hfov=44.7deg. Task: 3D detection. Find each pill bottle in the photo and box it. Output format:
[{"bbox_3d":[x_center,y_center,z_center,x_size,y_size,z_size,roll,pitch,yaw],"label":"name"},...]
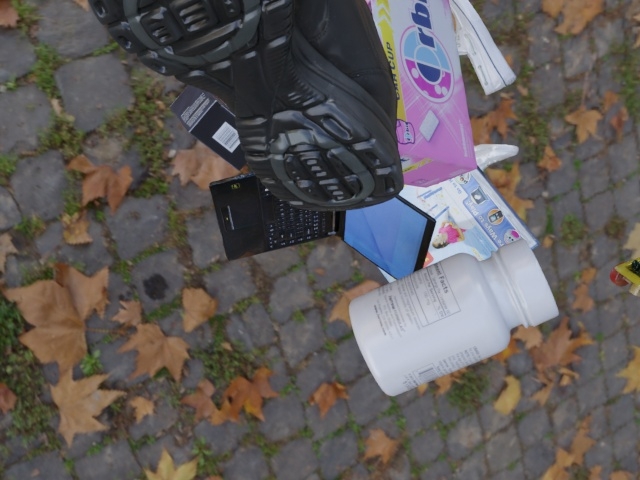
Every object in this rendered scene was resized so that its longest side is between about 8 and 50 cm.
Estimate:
[{"bbox_3d":[0.162,0.089,0.952,0.229,0.131,0.131,-24,119,9],"label":"pill bottle"}]

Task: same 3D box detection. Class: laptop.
[{"bbox_3d":[0.000,0.000,1.078,0.264,0.137,0.234,-14,154,-7],"label":"laptop"}]

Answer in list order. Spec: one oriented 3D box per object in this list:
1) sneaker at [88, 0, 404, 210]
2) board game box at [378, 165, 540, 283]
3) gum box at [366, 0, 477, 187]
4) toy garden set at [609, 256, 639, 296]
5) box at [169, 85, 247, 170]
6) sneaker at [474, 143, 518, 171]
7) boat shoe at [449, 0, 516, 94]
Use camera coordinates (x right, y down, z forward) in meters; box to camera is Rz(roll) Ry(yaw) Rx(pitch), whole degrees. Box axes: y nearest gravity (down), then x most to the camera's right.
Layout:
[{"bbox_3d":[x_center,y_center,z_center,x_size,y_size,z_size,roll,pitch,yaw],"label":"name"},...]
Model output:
[{"bbox_3d":[-0.033,-0.135,0.436,0.286,0.109,0.130,53,37,-50],"label":"sneaker"},{"bbox_3d":[0.262,-0.018,1.702,0.302,0.308,0.086,-40,166,17],"label":"board game box"},{"bbox_3d":[0.065,-0.147,0.667,0.107,0.062,0.189,4,73,-42],"label":"gum box"},{"bbox_3d":[0.452,0.042,0.813,0.244,0.204,0.049,-24,125,-9],"label":"toy garden set"},{"bbox_3d":[-0.225,-0.253,1.692,0.093,0.158,0.156,-48,128,6],"label":"box"},{"bbox_3d":[0.464,-0.229,2.238,0.080,0.212,0.094,-8,95,-65],"label":"sneaker"},{"bbox_3d":[0.297,-0.391,1.534,0.075,0.083,0.226,-33,92,16],"label":"boat shoe"}]
